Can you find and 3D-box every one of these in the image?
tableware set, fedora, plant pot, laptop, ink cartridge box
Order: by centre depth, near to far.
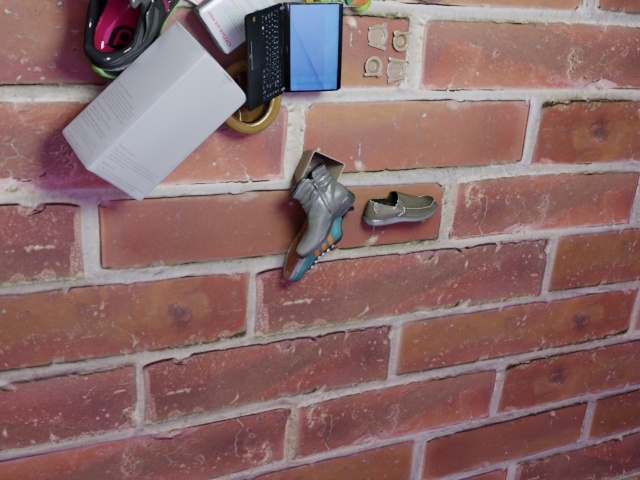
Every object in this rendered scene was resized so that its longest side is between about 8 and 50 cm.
[{"bbox_3d":[-0.062,-0.460,1.719,0.264,0.136,0.234,-44,142,-51],"label":"laptop"},{"bbox_3d":[-0.209,-0.570,1.719,0.175,0.072,0.127,-38,122,-7],"label":"ink cartridge box"},{"bbox_3d":[-0.197,-0.381,1.825,0.194,0.079,0.194,-6,105,-24],"label":"fedora"},{"bbox_3d":[-0.014,-0.201,1.972,0.109,0.096,0.109,20,101,-30],"label":"plant pot"},{"bbox_3d":[0.193,-0.536,1.982,0.141,0.020,0.169,-2,111,-24],"label":"tableware set"}]

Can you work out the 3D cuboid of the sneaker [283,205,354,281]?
[{"bbox_3d":[0.000,0.000,2.051,0.121,0.108,0.302,26,96,-26],"label":"sneaker"}]

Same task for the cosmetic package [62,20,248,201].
[{"bbox_3d":[-0.390,-0.301,1.654,0.385,0.156,0.217,-43,152,1],"label":"cosmetic package"}]

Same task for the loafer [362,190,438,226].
[{"bbox_3d":[0.251,-0.107,2.135,0.251,0.094,0.087,-12,119,-20],"label":"loafer"}]

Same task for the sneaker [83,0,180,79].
[{"bbox_3d":[-0.398,-0.591,1.560,0.185,0.202,0.483,22,99,-5],"label":"sneaker"}]

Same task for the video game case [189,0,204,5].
[{"bbox_3d":[-0.212,-0.697,1.726,0.204,0.025,0.285,25,98,-31],"label":"video game case"}]

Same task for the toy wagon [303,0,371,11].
[{"bbox_3d":[0.100,-0.699,1.762,0.344,0.068,0.267,-45,156,-5],"label":"toy wagon"}]

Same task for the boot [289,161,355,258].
[{"bbox_3d":[-0.031,-0.086,1.917,0.161,0.083,0.246,39,85,-25],"label":"boot"}]
